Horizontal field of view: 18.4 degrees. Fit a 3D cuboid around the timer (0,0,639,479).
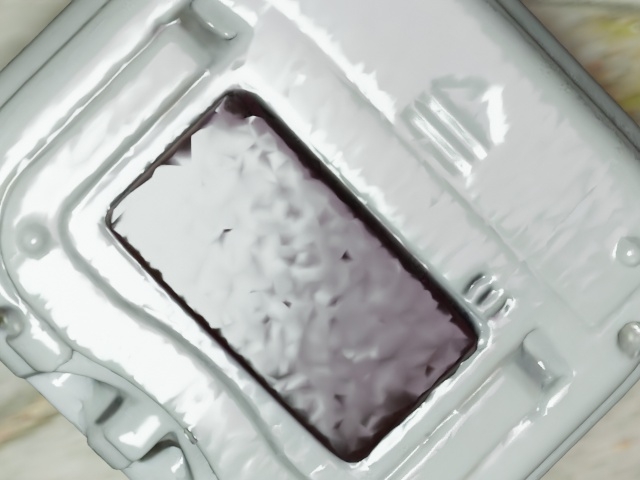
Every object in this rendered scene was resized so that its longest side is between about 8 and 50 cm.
[{"bbox_3d":[0.000,0.000,0.759,0.237,0.087,0.262,-45,99,0],"label":"timer"}]
